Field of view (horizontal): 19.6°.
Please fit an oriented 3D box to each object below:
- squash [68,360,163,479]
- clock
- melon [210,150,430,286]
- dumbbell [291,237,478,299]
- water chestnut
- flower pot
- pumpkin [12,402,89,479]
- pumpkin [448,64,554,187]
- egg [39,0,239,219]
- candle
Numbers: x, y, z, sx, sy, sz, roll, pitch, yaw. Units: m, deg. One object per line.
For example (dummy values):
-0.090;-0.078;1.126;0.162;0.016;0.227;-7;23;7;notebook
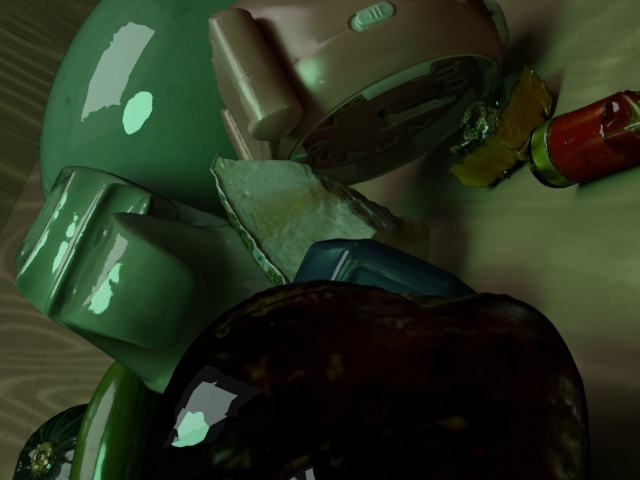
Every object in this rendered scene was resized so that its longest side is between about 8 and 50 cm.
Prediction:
-0.197;0.222;1.776;0.087;0.087;0.331;164;119;-67;squash
0.035;-0.146;1.507;0.227;0.241;0.142;87;160;-70;clock
-0.003;0.004;1.403;0.093;0.202;0.139;-54;6;30;melon
0.005;0.159;1.288;0.144;0.156;0.316;18;81;42;dumbbell
0.029;0.146;1.086;0.244;0.289;0.289;-35;-7;-45;water chestnut
-0.117;0.053;1.602;0.164;0.254;0.367;-63;20;0;flower pot
-0.241;0.244;1.888;0.167;0.125;0.167;-26;54;42;pumpkin
0.136;-0.089;1.428;0.083;0.054;0.074;-42;22;60;pumpkin
-0.131;-0.133;1.874;0.389;0.276;0.276;-62;17;9;egg
0.191;-0.071;1.249;0.131;0.052;0.052;-22;43;63;candle
